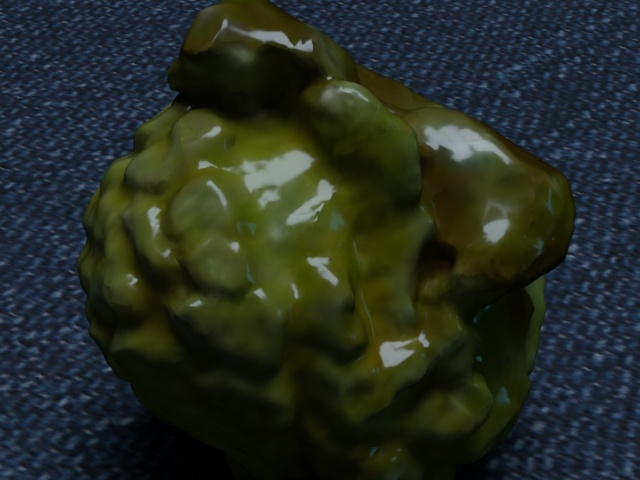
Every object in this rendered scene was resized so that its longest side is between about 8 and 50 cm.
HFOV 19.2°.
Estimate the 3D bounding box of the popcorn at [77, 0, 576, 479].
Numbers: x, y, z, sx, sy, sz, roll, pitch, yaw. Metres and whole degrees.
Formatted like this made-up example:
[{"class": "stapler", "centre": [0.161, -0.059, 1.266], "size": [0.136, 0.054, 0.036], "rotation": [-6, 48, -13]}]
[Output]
[{"class": "popcorn", "centre": [0.000, 0.000, 0.907], "size": [0.237, 0.251, 0.206], "rotation": [-4, 33, -4]}]
